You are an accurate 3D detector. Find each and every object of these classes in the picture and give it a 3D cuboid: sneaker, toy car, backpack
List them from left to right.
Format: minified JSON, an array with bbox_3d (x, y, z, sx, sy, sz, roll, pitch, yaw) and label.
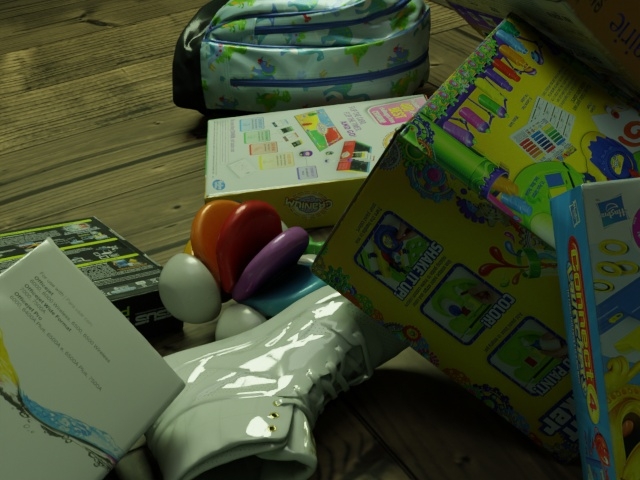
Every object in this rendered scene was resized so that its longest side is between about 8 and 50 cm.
[{"bbox_3d":[-0.059,0.030,0.930,0.182,0.136,0.159,39,47,18],"label":"toy car"},{"bbox_3d":[-0.008,0.140,0.810,0.292,0.108,0.169,-23,35,-9],"label":"sneaker"},{"bbox_3d":[-0.007,-0.300,1.423,0.355,0.273,0.290,18,30,15],"label":"backpack"}]

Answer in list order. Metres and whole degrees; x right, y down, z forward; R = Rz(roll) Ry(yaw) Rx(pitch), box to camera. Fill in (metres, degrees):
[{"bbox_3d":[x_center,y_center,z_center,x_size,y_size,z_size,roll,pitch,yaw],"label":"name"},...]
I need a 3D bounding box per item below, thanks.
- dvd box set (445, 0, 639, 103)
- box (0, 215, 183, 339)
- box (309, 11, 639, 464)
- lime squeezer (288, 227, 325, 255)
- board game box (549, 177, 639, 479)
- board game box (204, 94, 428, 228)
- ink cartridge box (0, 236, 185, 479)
[{"bbox_3d":[0.309,-0.181,1.015,0.062,0.420,0.307,-53,30,5],"label":"dvd box set"},{"bbox_3d":[-0.312,0.056,0.977,0.270,0.060,0.216,-13,28,-38],"label":"box"},{"bbox_3d":[0.196,-0.017,0.837,0.279,0.177,0.290,37,42,5],"label":"box"},{"bbox_3d":[0.000,0.000,1.075,0.310,0.059,0.110,-5,31,3],"label":"lime squeezer"},{"bbox_3d":[0.330,0.100,0.619,0.308,0.302,0.086,-6,-4,1],"label":"board game box"},{"bbox_3d":[0.008,-0.104,1.237,0.316,0.064,0.242,-7,31,-1],"label":"board game box"},{"bbox_3d":[-0.258,0.148,0.708,0.171,0.168,0.233,-37,8,41],"label":"ink cartridge box"}]
